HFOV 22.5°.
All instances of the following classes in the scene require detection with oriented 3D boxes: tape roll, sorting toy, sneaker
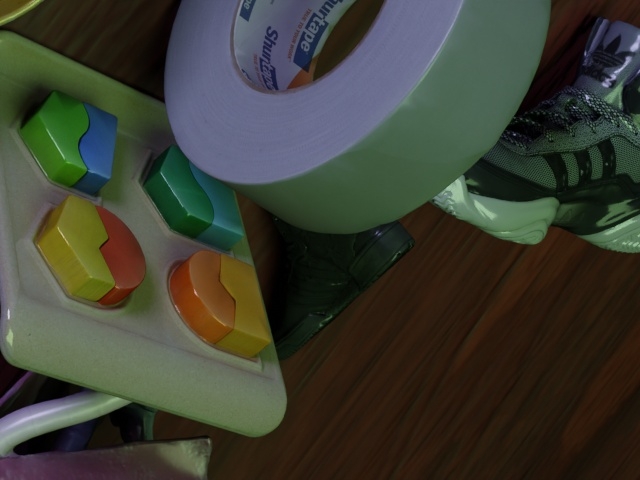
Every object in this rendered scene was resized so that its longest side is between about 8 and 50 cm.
[{"bbox_3d":[0.016,-0.116,0.884,0.072,0.219,0.219,30,95,-42],"label":"tape roll"},{"bbox_3d":[-0.100,-0.007,0.889,0.038,0.208,0.193,-35,140,31],"label":"sorting toy"},{"bbox_3d":[0.163,-0.081,1.093,0.269,0.101,0.153,7,110,-44],"label":"sneaker"},{"bbox_3d":[-0.001,0.001,1.048,0.170,0.089,0.051,-44,177,37],"label":"sneaker"}]

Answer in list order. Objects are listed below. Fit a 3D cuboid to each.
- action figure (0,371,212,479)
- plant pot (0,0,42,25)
[{"bbox_3d":[-0.220,0.184,0.869,0.370,0.248,0.275,-10,119,-34],"label":"action figure"},{"bbox_3d":[-0.190,-0.179,0.786,0.134,0.095,0.134,-16,122,-27],"label":"plant pot"}]
